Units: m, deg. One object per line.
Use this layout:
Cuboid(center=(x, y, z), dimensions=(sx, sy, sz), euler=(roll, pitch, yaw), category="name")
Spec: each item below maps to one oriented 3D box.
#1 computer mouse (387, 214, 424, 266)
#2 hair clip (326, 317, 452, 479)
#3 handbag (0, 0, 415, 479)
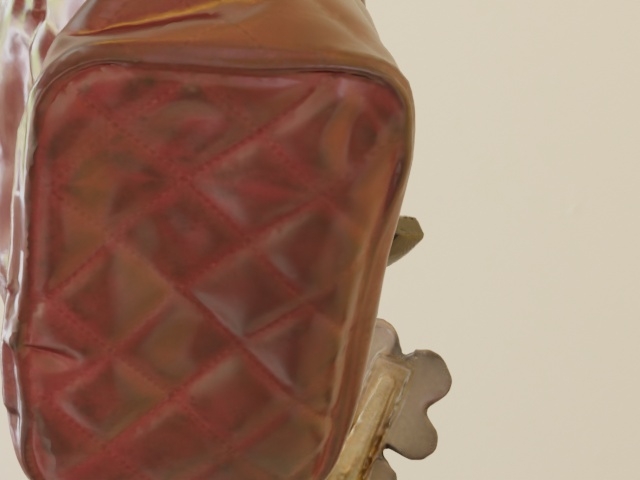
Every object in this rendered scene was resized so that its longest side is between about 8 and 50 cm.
Cuboid(center=(0.000, 0.000, 1.298), dimensions=(0.172, 0.099, 0.057), euler=(5, -88, 19), category="computer mouse")
Cuboid(center=(0.031, 0.204, 1.555), dimensions=(0.146, 0.075, 0.257), euler=(23, -104, 15), category="hair clip")
Cuboid(center=(-0.051, -0.014, 0.603), dimensions=(0.146, 0.135, 0.225), euler=(0, -53, -13), category="handbag")
